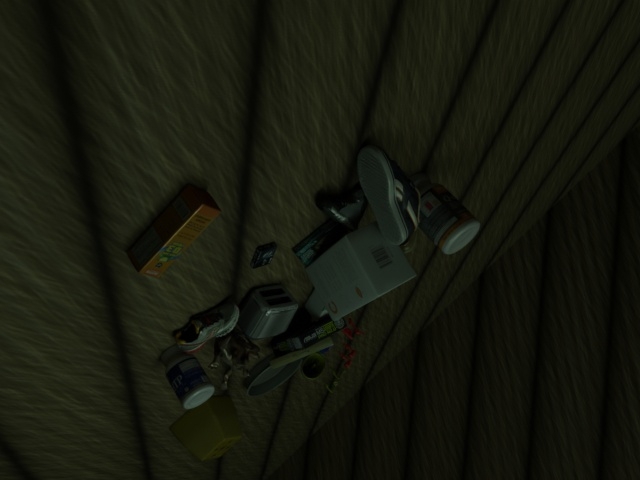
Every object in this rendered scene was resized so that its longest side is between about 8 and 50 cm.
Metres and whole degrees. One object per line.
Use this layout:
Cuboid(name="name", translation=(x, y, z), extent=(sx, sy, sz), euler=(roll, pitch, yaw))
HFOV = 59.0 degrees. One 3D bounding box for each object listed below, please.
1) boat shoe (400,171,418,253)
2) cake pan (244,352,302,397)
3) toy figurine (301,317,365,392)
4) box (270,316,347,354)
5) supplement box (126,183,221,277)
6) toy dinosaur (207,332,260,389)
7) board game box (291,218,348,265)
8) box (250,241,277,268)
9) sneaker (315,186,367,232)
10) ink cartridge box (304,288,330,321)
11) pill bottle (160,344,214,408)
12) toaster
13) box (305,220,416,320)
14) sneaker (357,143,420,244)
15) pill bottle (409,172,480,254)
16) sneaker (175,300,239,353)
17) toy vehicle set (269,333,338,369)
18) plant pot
Cuboid(name="boat shoe", translation=(0.262, -0.091, 1.853), extent=(0.104, 0.285, 0.089), euler=(-5, 149, 14))
Cuboid(name="cake pan", translation=(-0.211, 0.577, 2.488), extent=(0.293, 0.054, 0.293), euler=(-31, 153, -18))
Cuboid(name="toy figurine", translation=(0.009, 0.502, 2.478), extent=(0.217, 0.191, 0.362), euler=(-38, -164, 51))
Cuboid(name="box", translation=(-0.051, 0.374, 2.239), extent=(0.216, 0.060, 0.270), euler=(-23, 177, -32))
Cuboid(name="supplement box", translation=(-0.345, -0.019, 1.328), extent=(0.233, 0.080, 0.078), euler=(-44, 152, 13))
Cuboid(name="toy dinosaur", translation=(-0.302, 0.366, 1.913), extent=(0.127, 0.200, 0.296), euler=(-11, 139, 5))
Cuboid(name="board game box", translation=(0.000, 0.000, 1.874), extent=(0.186, 0.026, 0.126), euler=(-39, 154, -2))
Cuboid(name="box", translation=(-0.173, 0.046, 1.726), extent=(0.067, 0.018, 0.083), euler=(-16, 145, -40))
Cuboid(name="sneaker", translation=(0.076, -0.121, 1.743), extent=(0.132, 0.086, 0.228), euler=(-58, 149, -2))
Cuboid(name="ink cartridge box", translation=(0.067, 0.211, 2.225), extent=(0.219, 0.092, 0.160), euler=(-16, 147, -39))
Cuboid(name="pill bottle", translation=(-0.430, 0.429, 1.806), extent=(0.112, 0.187, 0.112), euler=(-31, 153, -18))
Cuboid(name="toaster", translation=(-0.183, 0.239, 1.904), extent=(0.227, 0.129, 0.146), euler=(-3, 132, -48))
Cuboid(name="box", translation=(0.122, 0.104, 1.869), extent=(0.168, 0.215, 0.345), euler=(-24, 172, -30))
Cuboid(name="sneaker", translation=(0.211, -0.154, 1.699), extent=(0.127, 0.126, 0.321), euler=(-37, 120, -32))
Cuboid(name="pill bottle", translation=(0.403, -0.098, 1.962), extent=(0.162, 0.278, 0.162), euler=(-31, 154, -17))
Cuboid(name="sneaker", translation=(-0.352, 0.269, 1.769), extent=(0.225, 0.088, 0.093), euler=(-37, 151, -7))
Cuboid(name="toy vehicle set", translation=(-0.063, 0.434, 2.268), extent=(0.266, 0.035, 0.166), euler=(-24, 177, 10))
Cuboid(name="plant pot", translation=(-0.453, 0.786, 2.349), extent=(0.212, 0.187, 0.212), euler=(-44, 154, 7))
